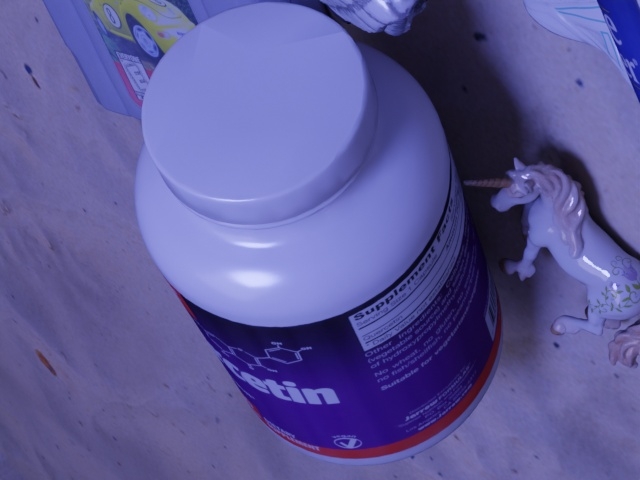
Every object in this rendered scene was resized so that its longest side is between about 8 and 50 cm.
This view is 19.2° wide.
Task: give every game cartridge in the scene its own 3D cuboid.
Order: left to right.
[{"bbox_3d":[-0.103,-0.159,1.288,0.294,0.060,0.196,18,138,48],"label":"game cartridge"}]

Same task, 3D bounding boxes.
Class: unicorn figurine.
[{"bbox_3d":[0.146,0.005,1.124,0.162,0.060,0.111,32,155,-4],"label":"unicorn figurine"}]

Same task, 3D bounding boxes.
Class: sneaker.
[{"bbox_3d":[0.160,-0.111,0.925,0.152,0.053,0.061,36,150,27],"label":"sneaker"}]

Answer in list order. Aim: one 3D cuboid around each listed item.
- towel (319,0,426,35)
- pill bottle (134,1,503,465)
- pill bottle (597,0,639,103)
[{"bbox_3d":[-0.016,-0.210,0.897,0.235,0.121,0.284,42,-176,-5],"label":"towel"},{"bbox_3d":[0.000,0.000,1.123,0.181,0.181,0.323,34,165,28],"label":"pill bottle"},{"bbox_3d":[0.170,-0.131,0.793,0.122,0.123,0.219,11,135,53],"label":"pill bottle"}]
